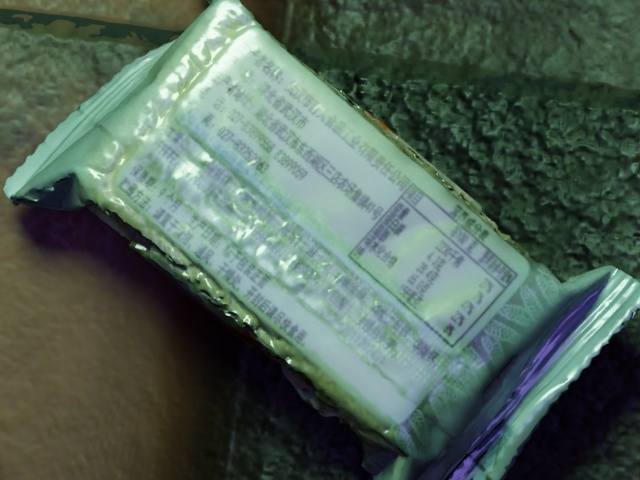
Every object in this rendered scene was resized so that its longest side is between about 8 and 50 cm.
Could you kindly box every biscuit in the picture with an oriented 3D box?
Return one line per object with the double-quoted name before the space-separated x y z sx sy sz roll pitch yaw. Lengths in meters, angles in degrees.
"biscuit" -0.003 0.004 0.958 0.309 0.079 0.186 39 87 3
